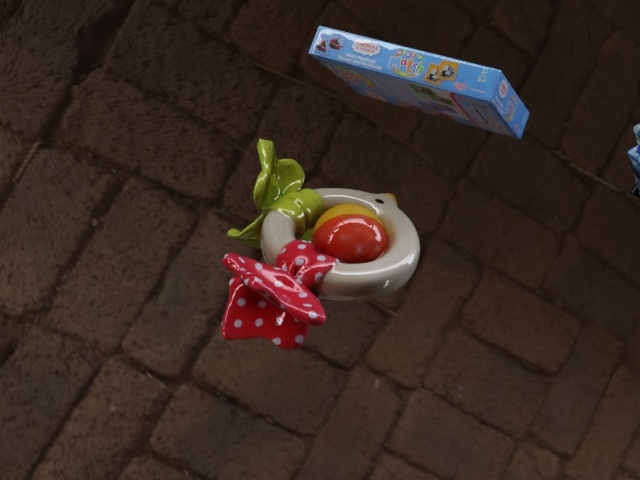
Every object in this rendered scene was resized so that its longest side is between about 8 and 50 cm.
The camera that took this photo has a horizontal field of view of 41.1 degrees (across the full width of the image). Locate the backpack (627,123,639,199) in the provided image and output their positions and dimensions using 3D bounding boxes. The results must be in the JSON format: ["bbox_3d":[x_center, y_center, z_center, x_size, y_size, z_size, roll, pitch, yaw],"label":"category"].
[{"bbox_3d":[0.301,-0.063,0.666,0.105,0.114,0.084,-22,111,10],"label":"backpack"}]

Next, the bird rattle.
[{"bbox_3d":[0.000,0.000,0.865,0.206,0.253,0.143,-2,119,-7],"label":"bird rattle"}]

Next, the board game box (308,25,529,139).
[{"bbox_3d":[0.113,-0.173,0.947,0.160,0.211,0.039,17,92,-65],"label":"board game box"}]
